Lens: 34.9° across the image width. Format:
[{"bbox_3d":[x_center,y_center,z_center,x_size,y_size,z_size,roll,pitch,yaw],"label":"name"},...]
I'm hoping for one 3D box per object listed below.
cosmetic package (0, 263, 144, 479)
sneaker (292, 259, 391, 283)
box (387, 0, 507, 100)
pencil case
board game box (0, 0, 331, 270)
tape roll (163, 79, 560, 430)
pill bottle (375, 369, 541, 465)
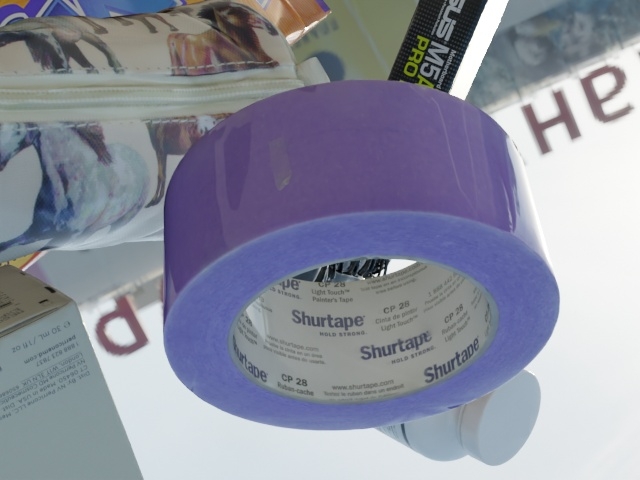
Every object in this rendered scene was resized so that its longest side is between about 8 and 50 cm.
[{"bbox_3d":[-0.216,0.188,0.803,0.113,0.309,0.160,-26,-158,-28],"label":"cosmetic package"},{"bbox_3d":[0.000,0.000,0.834,0.130,0.109,0.286,8,-177,-2],"label":"sneaker"},{"bbox_3d":[0.125,-0.181,1.035,0.060,0.216,0.270,24,-161,8],"label":"box"},{"bbox_3d":[-0.177,-0.059,0.568,0.184,0.159,0.410,-4,-174,42],"label":"pencil case"},{"bbox_3d":[-0.258,-0.240,1.038,0.356,0.356,0.356,-38,-171,19],"label":"board game box"},{"bbox_3d":[0.017,0.016,0.503,0.189,0.189,0.080,-21,-129,18],"label":"tape roll"},{"bbox_3d":[0.120,0.170,1.329,0.181,0.181,0.323,-35,-143,-31],"label":"pill bottle"}]
